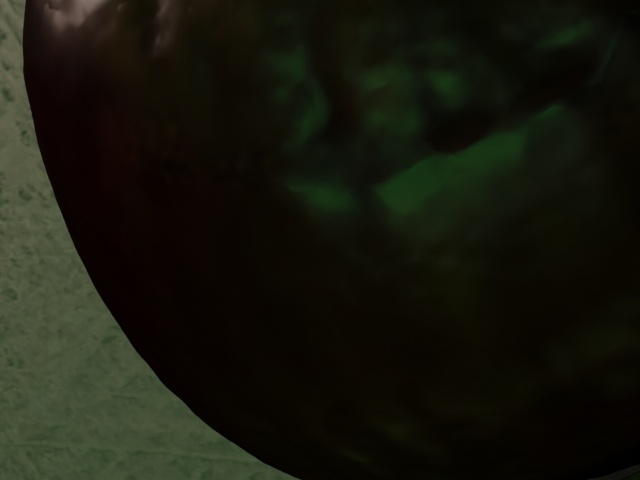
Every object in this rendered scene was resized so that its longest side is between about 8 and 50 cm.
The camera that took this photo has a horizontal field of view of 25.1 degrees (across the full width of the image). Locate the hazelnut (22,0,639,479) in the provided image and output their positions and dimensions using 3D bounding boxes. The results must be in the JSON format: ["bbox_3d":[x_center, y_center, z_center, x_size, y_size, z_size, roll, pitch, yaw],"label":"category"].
[{"bbox_3d":[0.080,-0.060,0.684,0.421,0.353,0.421,-10,125,-15],"label":"hazelnut"}]

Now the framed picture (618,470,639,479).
[{"bbox_3d":[0.288,0.077,0.727,0.247,0.335,0.022,-34,70,35],"label":"framed picture"}]
